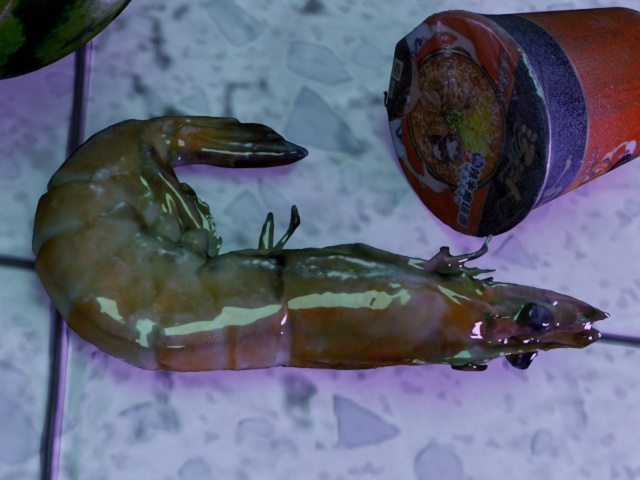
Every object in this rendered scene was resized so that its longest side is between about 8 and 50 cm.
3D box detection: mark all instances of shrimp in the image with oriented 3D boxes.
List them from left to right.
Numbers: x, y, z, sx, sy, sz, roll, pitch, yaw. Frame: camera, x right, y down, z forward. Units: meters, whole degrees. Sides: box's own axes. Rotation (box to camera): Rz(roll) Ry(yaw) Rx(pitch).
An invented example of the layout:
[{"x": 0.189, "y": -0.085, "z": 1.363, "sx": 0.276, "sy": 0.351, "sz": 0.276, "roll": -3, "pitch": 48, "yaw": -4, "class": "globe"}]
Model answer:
[{"x": 0.000, "y": 0.000, "z": 0.866, "sx": 0.296, "sy": 0.058, "sz": 0.169, "roll": 4, "pitch": 53, "yaw": -11, "class": "shrimp"}]

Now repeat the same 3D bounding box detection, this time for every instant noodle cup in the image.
[{"x": 0.127, "y": -0.076, "z": 0.923, "sx": 0.136, "sy": 0.127, "sz": 0.127, "roll": -17, "pitch": 63, "yaw": -36, "class": "instant noodle cup"}]

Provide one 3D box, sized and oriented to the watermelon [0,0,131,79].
[{"x": -0.198, "y": -0.212, "z": 0.804, "sx": 0.285, "sy": 0.285, "sz": 0.285, "roll": 8, "pitch": 55, "yaw": -12, "class": "watermelon"}]
